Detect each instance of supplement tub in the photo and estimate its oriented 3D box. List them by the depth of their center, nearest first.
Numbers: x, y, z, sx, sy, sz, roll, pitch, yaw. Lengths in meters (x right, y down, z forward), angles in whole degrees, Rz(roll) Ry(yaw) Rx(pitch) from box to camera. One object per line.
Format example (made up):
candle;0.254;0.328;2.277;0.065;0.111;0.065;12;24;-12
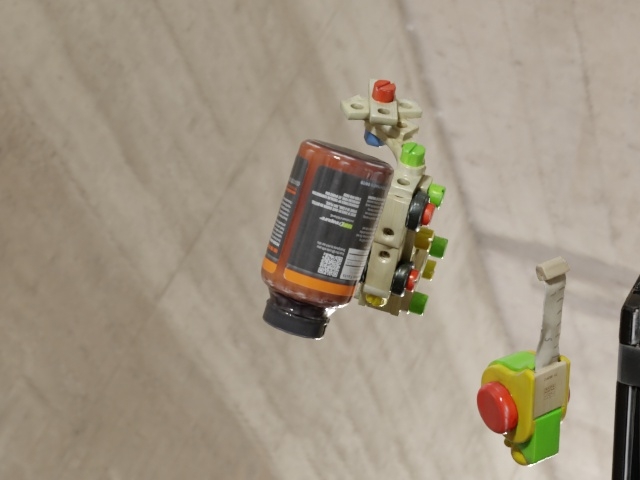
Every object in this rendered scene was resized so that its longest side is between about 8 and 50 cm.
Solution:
supplement tub;0.000;0.000;1.346;0.106;0.198;0.106;18;8;-2

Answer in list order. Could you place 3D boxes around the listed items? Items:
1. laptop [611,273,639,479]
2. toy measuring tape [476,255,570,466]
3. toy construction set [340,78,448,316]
laptop;0.316;0.191;0.842;0.236;0.408;0.382;12;-54;25
toy measuring tape;0.259;0.148;1.639;0.121;0.121;0.330;16;-54;28
toy construction set;0.099;-0.040;1.671;0.151;0.215;0.328;5;-58;18
